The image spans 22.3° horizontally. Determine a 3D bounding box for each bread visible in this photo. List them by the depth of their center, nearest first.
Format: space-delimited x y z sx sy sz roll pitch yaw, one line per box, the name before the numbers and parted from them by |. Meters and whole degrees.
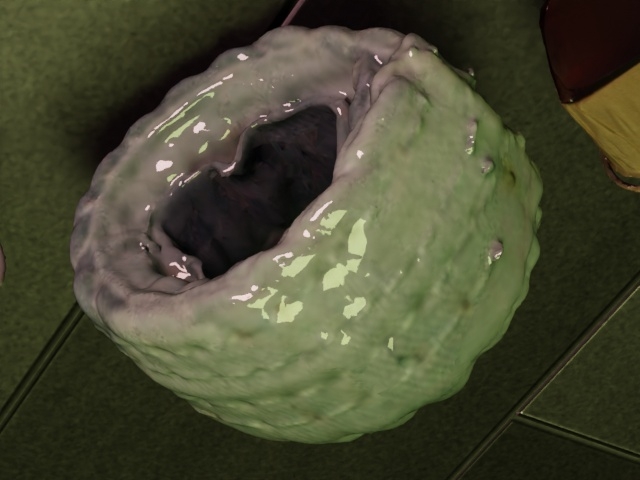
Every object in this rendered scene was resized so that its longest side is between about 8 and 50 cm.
bread | 0.245 -0.117 0.891 0.211 0.142 0.224 16 142 -38

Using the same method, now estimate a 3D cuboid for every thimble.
thimble | 0.000 0.000 0.889 0.250 0.205 0.172 -28 131 19

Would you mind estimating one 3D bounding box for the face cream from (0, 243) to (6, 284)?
face cream | -0.292 0.040 0.876 0.175 0.175 0.195 28 121 -32
